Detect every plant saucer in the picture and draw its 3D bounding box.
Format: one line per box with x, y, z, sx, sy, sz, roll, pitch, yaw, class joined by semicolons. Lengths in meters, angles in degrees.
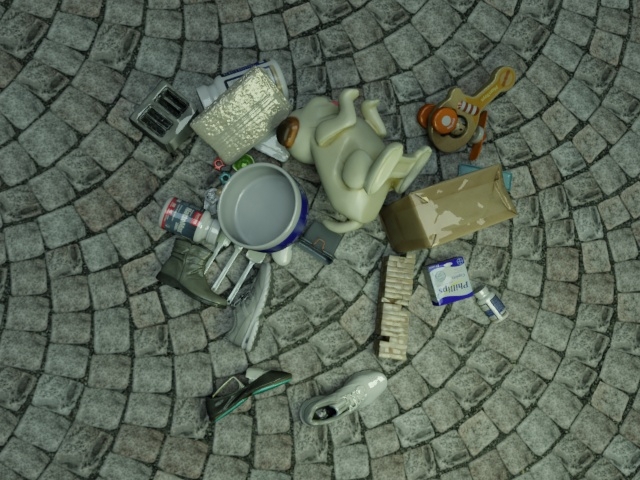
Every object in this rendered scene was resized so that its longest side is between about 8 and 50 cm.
0.563;-0.216;1.816;0.192;0.018;0.067;9;84;-5;plant saucer

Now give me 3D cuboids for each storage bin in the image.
0.000;0.000;1.694;0.135;0.098;0.091;31;71;-3;storage bin

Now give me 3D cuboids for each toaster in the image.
-0.480;-0.381;1.656;0.186;0.110;0.168;39;82;-2;toaster

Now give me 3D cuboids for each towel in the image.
-0.236;-0.377;1.605;0.282;0.049;0.187;-39;127;5;towel

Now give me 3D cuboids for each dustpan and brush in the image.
-0.136;-0.375;1.732;0.147;0.060;0.211;26;89;-5;dustpan and brush

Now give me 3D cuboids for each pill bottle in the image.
-0.397;-0.056;1.637;0.180;0.108;0.107;22;83;-5;pill bottle
0.561;0.209;1.751;0.067;0.067;0.120;-38;90;-9;pill bottle
-0.246;-0.463;1.670;0.265;0.153;0.153;-21;88;-8;pill bottle

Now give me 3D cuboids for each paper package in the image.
0.379;-0.090;1.629;0.310;0.325;0.168;-20;88;-9;paper package

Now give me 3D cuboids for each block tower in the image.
0.234;0.205;1.700;0.097;0.091;0.335;9;83;-7;block tower

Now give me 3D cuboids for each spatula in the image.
-0.282;0.071;1.673;0.168;0.019;0.242;29;82;5;spatula

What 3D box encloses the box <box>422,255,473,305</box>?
0.418;0.134;1.738;0.126;0.072;0.137;-15;87;-8;box

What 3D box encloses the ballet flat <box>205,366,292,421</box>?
-0.227;0.449;1.622;0.281;0.095;0.096;-27;76;-9;ballet flat

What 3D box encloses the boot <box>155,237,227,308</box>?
-0.371;0.097;1.630;0.247;0.083;0.161;27;80;4;boot

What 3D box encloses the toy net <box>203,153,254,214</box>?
-0.314;-0.190;1.691;0.122;0.045;0.232;34;82;-3;toy net

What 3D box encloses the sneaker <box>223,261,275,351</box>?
-0.220;0.194;1.638;0.115;0.105;0.281;15;77;9;sneaker

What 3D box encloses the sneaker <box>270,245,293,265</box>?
-0.120;-0.037;1.682;0.085;0.086;0.237;3;86;-8;sneaker

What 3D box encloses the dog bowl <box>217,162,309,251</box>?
-0.173;-0.096;1.610;0.265;0.104;0.264;-4;78;19;dog bowl

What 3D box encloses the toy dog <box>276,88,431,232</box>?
0.065;-0.267;1.604;0.408;0.395;0.285;44;36;22;toy dog

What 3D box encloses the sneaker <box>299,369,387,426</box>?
0.081;0.499;1.635;0.297;0.129;0.111;-27;87;-10;sneaker

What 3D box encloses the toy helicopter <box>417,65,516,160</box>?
0.517;-0.432;1.766;0.355;0.140;0.235;-43;114;2;toy helicopter
